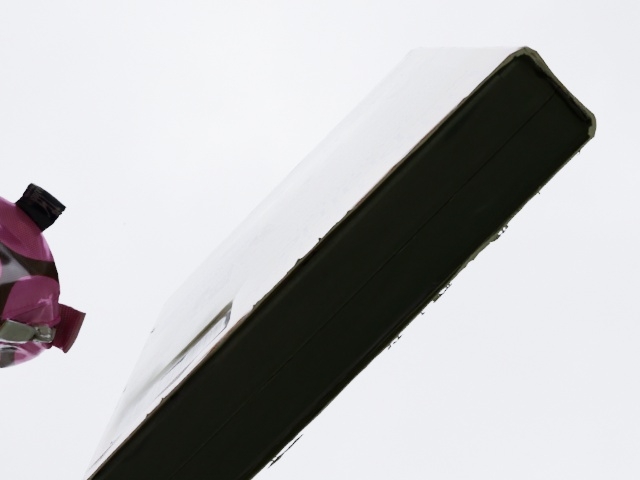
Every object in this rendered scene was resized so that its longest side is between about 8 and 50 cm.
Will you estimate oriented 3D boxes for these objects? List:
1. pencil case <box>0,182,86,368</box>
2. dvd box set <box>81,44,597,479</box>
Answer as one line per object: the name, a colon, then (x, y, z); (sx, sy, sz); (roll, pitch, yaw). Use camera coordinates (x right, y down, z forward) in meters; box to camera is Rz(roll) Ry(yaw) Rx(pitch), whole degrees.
pencil case: (-0.181, 0.034, 0.415); (0.098, 0.209, 0.095); (37, -66, 12)
dvd box set: (0.000, 0.000, 0.740); (0.062, 0.420, 0.307); (44, -85, -8)
